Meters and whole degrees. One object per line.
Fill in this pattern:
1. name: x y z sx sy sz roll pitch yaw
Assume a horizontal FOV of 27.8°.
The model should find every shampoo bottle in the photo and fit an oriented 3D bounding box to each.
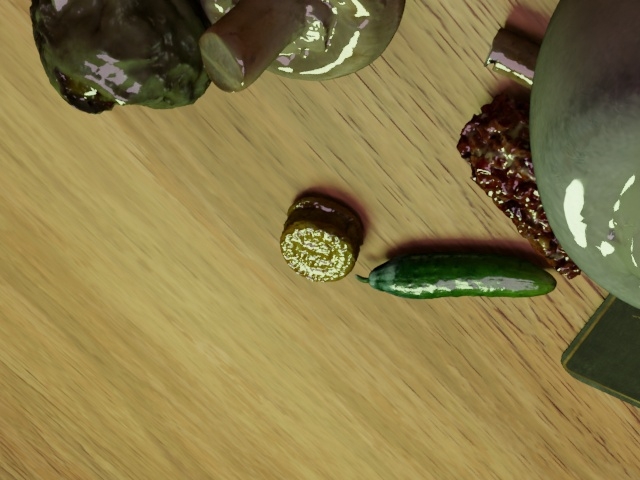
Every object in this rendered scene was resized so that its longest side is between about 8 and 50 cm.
1. shampoo bottle: 0.329 -0.102 1.050 0.323 0.317 0.322 17 140 15

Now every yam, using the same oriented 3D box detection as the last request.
1. yam: 0.282 -0.132 1.253 0.264 0.046 0.046 25 140 0

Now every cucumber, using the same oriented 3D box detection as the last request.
1. cucumber: 0.149 0.040 1.500 0.250 0.056 0.056 -2 133 26

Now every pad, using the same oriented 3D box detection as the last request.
1. pad: 0.452 0.144 1.420 0.315 0.063 0.375 23 146 3

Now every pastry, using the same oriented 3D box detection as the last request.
1. pastry: 0.000 0.000 1.533 0.097 0.057 0.109 -2 134 27
2. pastry: 0.228 -0.052 1.325 0.097 0.115 0.208 -29 115 31

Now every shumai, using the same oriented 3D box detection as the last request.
1. shumai: -0.194 -0.254 1.279 0.189 0.256 0.218 -8 120 -20

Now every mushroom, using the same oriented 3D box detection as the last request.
1. mushroom: -0.034 -0.222 1.194 0.207 0.215 0.207 22 142 18
